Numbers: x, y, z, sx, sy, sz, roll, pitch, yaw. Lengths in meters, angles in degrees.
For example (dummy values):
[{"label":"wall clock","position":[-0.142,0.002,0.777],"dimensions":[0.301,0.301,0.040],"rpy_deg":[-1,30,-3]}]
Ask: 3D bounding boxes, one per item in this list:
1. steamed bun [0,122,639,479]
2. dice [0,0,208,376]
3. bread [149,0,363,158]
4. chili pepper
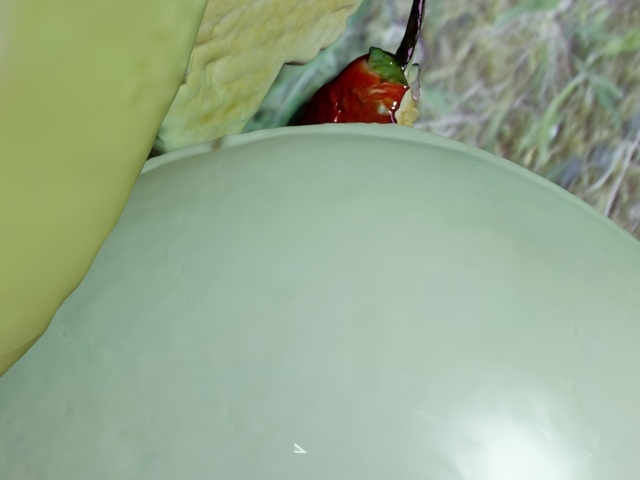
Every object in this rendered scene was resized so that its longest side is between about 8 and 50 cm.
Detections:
[{"label":"steamed bun","position":[-0.017,0.141,0.643],"dimensions":[0.374,0.334,0.334],"rpy_deg":[-43,140,21]},{"label":"dice","position":[-0.172,-0.093,0.434],"dimensions":[0.227,0.233,0.238],"rpy_deg":[13,108,-45]},{"label":"bread","position":[-0.035,-0.109,0.625],"dimensions":[0.181,0.039,0.251],"rpy_deg":[-63,160,13]},{"label":"chili pepper","position":[0.000,0.000,0.777],"dimensions":[0.050,0.059,0.268],"rpy_deg":[21,110,-3]}]
